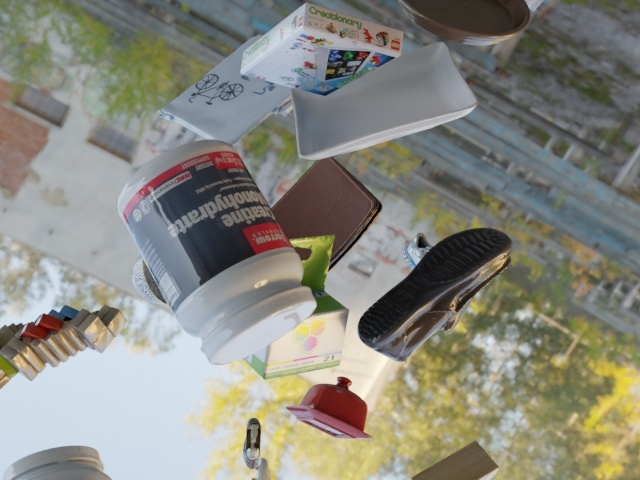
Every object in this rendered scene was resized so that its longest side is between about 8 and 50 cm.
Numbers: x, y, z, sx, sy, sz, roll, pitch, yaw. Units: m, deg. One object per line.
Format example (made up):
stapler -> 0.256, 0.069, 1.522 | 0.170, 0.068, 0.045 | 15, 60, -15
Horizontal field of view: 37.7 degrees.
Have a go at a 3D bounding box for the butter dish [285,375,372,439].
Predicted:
butter dish -> 0.032, 0.341, 1.960 | 0.160, 0.118, 0.160 | 29, 161, -15

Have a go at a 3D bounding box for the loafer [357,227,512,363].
loafer -> 0.243, 0.113, 1.919 | 0.130, 0.366, 0.134 | 53, 180, -36

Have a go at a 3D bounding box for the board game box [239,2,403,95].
board game box -> -0.006, -0.348, 1.747 | 0.193, 0.053, 0.305 | 11, 170, -25

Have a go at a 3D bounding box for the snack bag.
snack bag -> -0.172, -0.344, 2.171 | 0.323, 0.342, 0.037 | 31, 156, 45

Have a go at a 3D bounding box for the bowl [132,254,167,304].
bowl -> -0.429, 0.096, 2.408 | 0.170, 0.080, 0.170 | 41, -141, -45

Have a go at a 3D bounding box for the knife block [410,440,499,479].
knife block -> 0.256, 0.571, 2.136 | 0.088, 0.275, 0.242 | 48, -173, 29

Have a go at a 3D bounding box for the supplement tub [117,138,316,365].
supplement tub -> -0.143, 0.015, 1.303 | 0.272, 0.191, 0.191 | 59, -162, 15

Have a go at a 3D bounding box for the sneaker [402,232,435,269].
sneaker -> 0.266, 0.059, 2.271 | 0.071, 0.083, 0.190 | -6, -132, -34

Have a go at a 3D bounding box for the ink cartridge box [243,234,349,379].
ink cartridge box -> -0.042, 0.129, 1.849 | 0.189, 0.255, 0.097 | -6, -153, -34

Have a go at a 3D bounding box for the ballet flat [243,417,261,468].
ballet flat -> -0.152, 0.454, 2.095 | 0.041, 0.114, 0.041 | 2, 172, 0

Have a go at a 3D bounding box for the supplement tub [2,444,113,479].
supplement tub -> -0.487, 0.577, 1.794 | 0.228, 0.228, 0.316 | 19, -138, -48

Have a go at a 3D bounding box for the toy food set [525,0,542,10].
toy food set -> 0.497, -0.556, 2.057 | 0.105, 0.232, 0.111 | 36, -131, -3

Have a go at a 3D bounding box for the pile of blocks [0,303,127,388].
pile of blocks -> -0.566, 0.184, 1.812 | 0.112, 0.362, 0.149 | 69, 176, -50

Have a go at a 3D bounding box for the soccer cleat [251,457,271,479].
soccer cleat -> -0.133, 0.638, 2.319 | 0.076, 0.196, 0.068 | 3, 170, -9

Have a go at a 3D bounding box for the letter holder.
letter holder -> 0.000, 0.000, 2.053 | 0.214, 0.302, 0.152 | 48, -173, 37

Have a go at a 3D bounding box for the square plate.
square plate -> 0.116, -0.274, 1.865 | 0.347, 0.344, 0.049 | -99, -8, -58

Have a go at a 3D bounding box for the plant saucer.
plant saucer -> 0.273, -0.464, 1.837 | 0.278, 0.041, 0.277 | 8, -136, -8
